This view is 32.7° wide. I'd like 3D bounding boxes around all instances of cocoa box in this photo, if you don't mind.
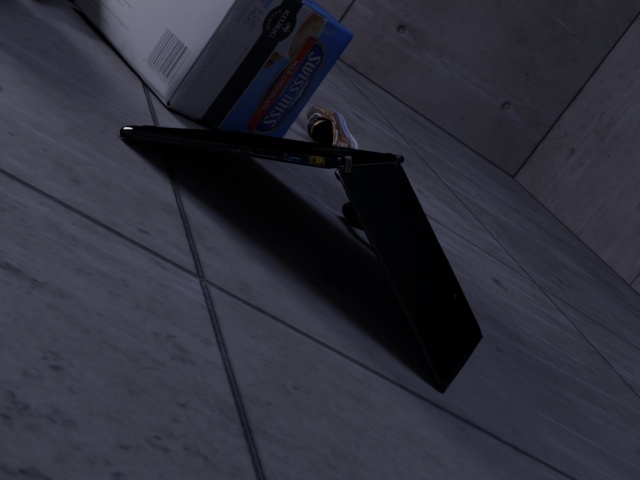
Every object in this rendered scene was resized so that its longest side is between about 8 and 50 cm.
[{"bbox_3d":[-0.167,-0.338,1.658,0.228,0.231,0.347,23,18,-49],"label":"cocoa box"}]

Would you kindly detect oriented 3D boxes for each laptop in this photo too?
[{"bbox_3d":[0.000,0.000,1.365,0.408,0.236,0.382,10,6,14],"label":"laptop"}]

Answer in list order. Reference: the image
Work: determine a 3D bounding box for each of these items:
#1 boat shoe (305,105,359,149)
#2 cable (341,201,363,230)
[{"bbox_3d":[0.011,-0.211,2.055,0.066,0.066,0.183,25,17,-38],"label":"boat shoe"},{"bbox_3d":[0.112,-0.006,1.617,0.184,0.047,0.150,35,12,-4],"label":"cable"}]
